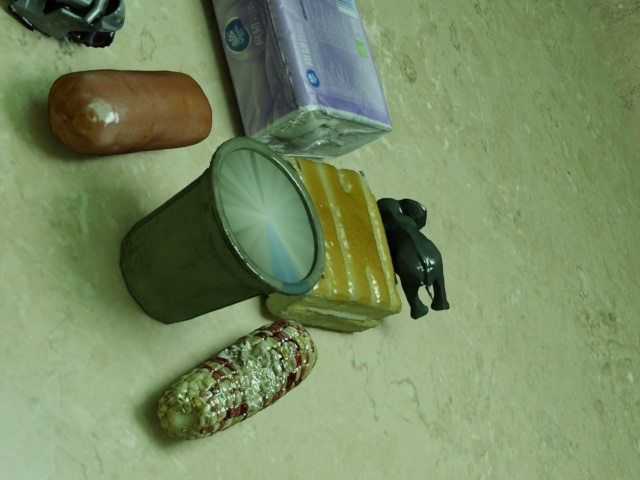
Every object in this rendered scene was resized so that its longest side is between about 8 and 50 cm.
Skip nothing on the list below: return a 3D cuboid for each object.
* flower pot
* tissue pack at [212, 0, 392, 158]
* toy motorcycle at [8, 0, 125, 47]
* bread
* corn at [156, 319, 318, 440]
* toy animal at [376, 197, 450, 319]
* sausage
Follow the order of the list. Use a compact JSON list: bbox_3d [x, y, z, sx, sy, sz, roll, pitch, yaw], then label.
[{"bbox_3d":[-0.131,0.000,1.460,0.212,0.202,0.212,32,46,-40],"label":"flower pot"},{"bbox_3d":[-0.039,-0.306,1.844,0.242,0.160,0.338,6,65,-52],"label":"tissue pack"},{"bbox_3d":[-0.332,-0.310,1.453,0.215,0.122,0.080,35,58,-39],"label":"toy motorcycle"},{"bbox_3d":[0.000,0.000,1.738,0.239,0.111,0.246,15,57,-52],"label":"bread"},{"bbox_3d":[-0.103,0.177,1.484,0.290,0.098,0.098,-23,89,-58],"label":"corn"},{"bbox_3d":[0.142,0.018,1.878,0.245,0.114,0.146,38,-27,54],"label":"toy animal"},{"bbox_3d":[-0.250,-0.166,1.490,0.259,0.113,0.113,-13,80,-59],"label":"sausage"}]
